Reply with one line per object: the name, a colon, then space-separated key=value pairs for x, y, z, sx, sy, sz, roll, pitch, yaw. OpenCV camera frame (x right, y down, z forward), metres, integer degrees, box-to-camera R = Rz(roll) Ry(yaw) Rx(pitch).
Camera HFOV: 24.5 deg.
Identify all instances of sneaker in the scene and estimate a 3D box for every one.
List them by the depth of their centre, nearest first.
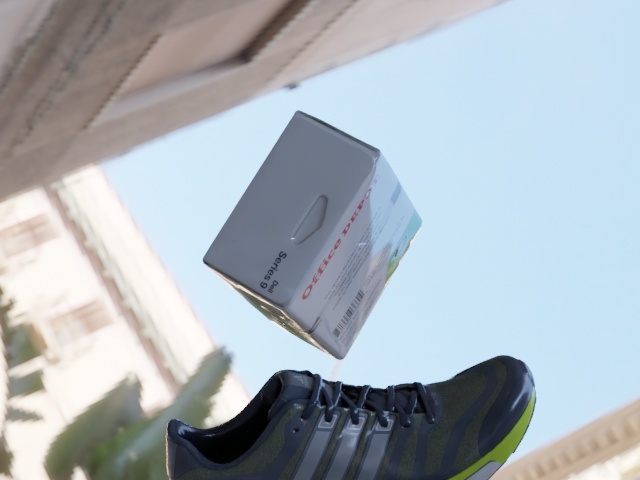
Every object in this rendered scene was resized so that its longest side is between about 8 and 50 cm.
sneaker: x=0.020 y=0.148 z=1.113 sx=0.111 sy=0.300 sz=0.121 roll=-122 pitch=-170 yaw=-67

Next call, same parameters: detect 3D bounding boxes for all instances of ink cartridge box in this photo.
ink cartridge box: x=0.000 y=0.000 z=1.735 sx=0.121 sy=0.211 sz=0.289 roll=29 pitch=-8 yaw=19
